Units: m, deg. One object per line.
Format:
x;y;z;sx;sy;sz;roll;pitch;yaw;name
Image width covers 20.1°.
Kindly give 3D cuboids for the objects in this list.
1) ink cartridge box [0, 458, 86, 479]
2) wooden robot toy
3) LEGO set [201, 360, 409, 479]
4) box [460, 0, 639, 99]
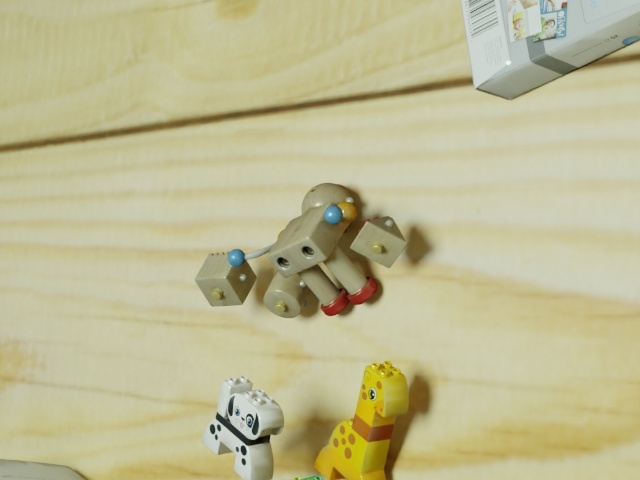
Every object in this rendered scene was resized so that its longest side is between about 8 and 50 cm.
-0.177;0.311;1.256;0.306;0.131;0.226;29;102;46;ink cartridge box
0.000;0.000;1.212;0.173;0.076;0.079;-23;30;40;wooden robot toy
0.029;0.133;1.115;0.227;0.087;0.093;34;120;44;LEGO set
0.163;-0.186;1.091;0.186;0.038;0.145;-25;64;41;box
